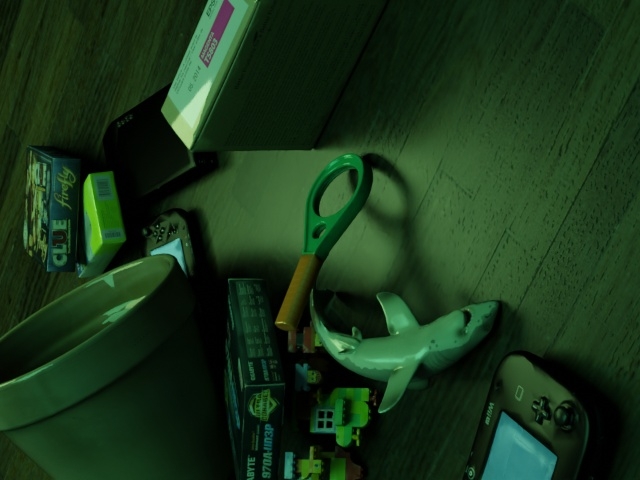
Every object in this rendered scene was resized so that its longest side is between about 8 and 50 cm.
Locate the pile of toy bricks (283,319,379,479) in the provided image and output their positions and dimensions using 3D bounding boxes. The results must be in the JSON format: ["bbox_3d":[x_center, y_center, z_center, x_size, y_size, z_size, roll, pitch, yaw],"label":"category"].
[{"bbox_3d":[0.018,0.199,1.871,0.105,0.118,0.212,0,79,12],"label":"pile of toy bricks"}]

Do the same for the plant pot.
[{"bbox_3d":[-0.255,0.216,2.028,0.323,0.323,0.280,-14,111,49],"label":"plant pot"}]

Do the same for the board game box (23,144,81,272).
[{"bbox_3d":[-0.402,-0.051,2.327,0.243,0.042,0.165,-159,72,-70],"label":"board game box"}]

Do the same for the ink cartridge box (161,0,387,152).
[{"bbox_3d":[-0.056,-0.220,1.852,0.088,0.193,0.234,52,128,34],"label":"ink cartridge box"}]

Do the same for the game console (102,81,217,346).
[{"bbox_3d":[-0.205,-0.022,2.157,0.213,0.044,0.361,-26,73,48],"label":"game console"}]

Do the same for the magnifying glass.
[{"bbox_3d":[0.000,0.000,1.841,0.092,0.026,0.231,-3,57,49],"label":"magnifying glass"}]

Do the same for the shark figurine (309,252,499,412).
[{"bbox_3d":[0.072,0.128,1.795,0.278,0.116,0.166,13,68,41],"label":"shark figurine"}]

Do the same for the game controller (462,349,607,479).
[{"bbox_3d":[0.207,0.280,1.658,0.166,0.067,0.319,33,115,44],"label":"game controller"}]

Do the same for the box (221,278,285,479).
[{"bbox_3d":[-0.084,0.179,1.916,0.220,0.051,0.175,-104,16,-55],"label":"box"}]

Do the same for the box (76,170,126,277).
[{"bbox_3d":[-0.327,-0.019,2.264,0.178,0.042,0.109,136,124,-62],"label":"box"}]
